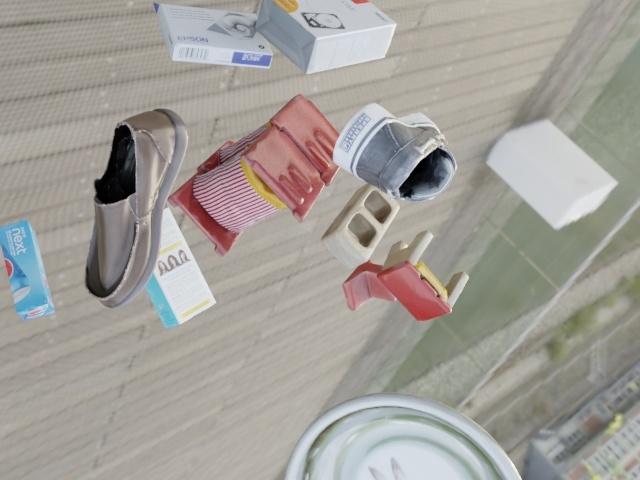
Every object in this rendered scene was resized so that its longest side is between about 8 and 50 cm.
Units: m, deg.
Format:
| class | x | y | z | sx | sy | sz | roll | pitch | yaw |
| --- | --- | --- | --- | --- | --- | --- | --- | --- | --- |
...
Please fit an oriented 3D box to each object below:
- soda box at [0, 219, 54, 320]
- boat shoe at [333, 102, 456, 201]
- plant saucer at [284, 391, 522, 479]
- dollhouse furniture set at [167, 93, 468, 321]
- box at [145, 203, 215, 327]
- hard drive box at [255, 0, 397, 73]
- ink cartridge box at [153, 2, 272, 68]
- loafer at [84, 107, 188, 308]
| class | x | y | z | sx | sy | sz | roll | pitch | yaw |
| --- | --- | --- | --- | --- | --- | --- | --- | --- | --- |
| soda box | -0.657 | 0.066 | 1.865 | 0.071 | 0.210 | 0.067 | -17 | 161 | -11 |
| boat shoe | 0.112 | -0.092 | 0.995 | 0.108 | 0.102 | 0.301 | -55 | 165 | 10 |
| plant saucer | 0.140 | 0.422 | 1.325 | 0.400 | 0.400 | 0.100 | -50 | 169 | 21 |
| dollhouse furniture set | 0.000 | 0.000 | 1.178 | 0.201 | 0.374 | 0.152 | -25 | -157 | 49 |
| box | -0.309 | 0.041 | 1.645 | 0.100 | 0.244 | 0.060 | -30 | -173 | -42 |
| hard drive box | 0.011 | -0.451 | 1.760 | 0.232 | 0.181 | 0.089 | -21 | 145 | -38 |
| ink cartridge box | -0.236 | -0.461 | 1.817 | 0.223 | 0.224 | 0.045 | -1 | 135 | -26 |
| loafer | -0.347 | -0.057 | 1.430 | 0.130 | 0.134 | 0.366 | 0 | 111 | -53 |
